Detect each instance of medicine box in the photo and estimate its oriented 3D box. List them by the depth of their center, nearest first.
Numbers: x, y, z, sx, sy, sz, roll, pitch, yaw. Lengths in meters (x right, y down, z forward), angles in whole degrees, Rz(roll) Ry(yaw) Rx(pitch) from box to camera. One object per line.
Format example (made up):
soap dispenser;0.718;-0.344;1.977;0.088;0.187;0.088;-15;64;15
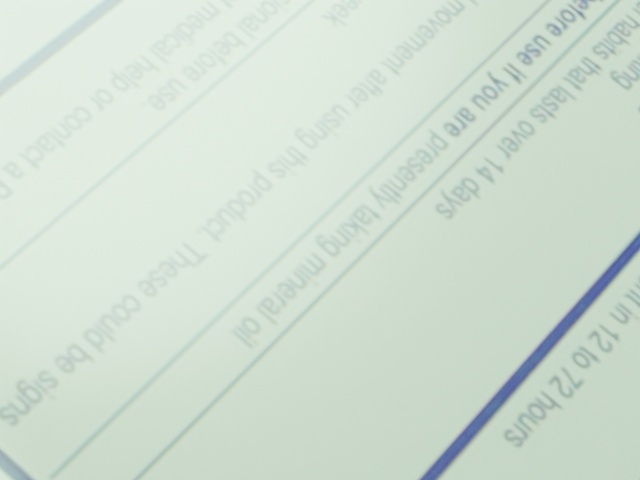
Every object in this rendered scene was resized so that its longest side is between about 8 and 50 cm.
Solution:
medicine box;0.000;0.000;0.437;0.289;0.149;0.263;40;59;10
